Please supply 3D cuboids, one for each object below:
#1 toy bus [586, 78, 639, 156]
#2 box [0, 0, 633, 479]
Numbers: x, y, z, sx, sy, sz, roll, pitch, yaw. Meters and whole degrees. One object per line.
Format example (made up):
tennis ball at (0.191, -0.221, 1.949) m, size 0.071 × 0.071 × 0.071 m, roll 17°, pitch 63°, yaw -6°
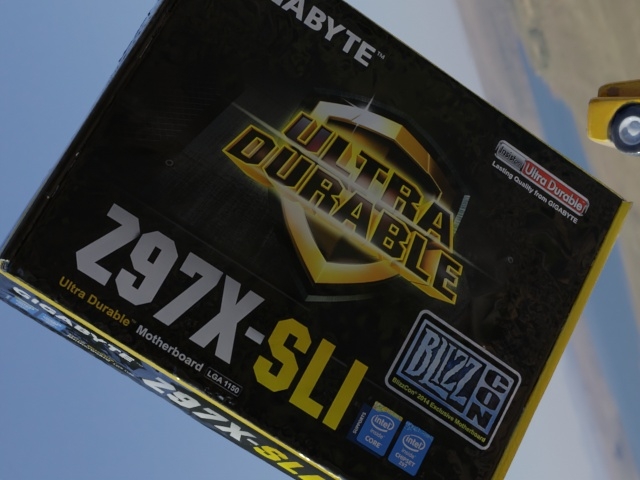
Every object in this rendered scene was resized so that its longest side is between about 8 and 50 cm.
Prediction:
toy bus at (0.426, -0.137, 1.412) m, size 0.108 × 0.333 × 0.130 m, roll 5°, pitch -91°, yaw -54°
box at (0.000, 0.000, 0.900) m, size 0.322 × 0.257 × 0.079 m, roll 34°, pitch 161°, yaw -12°
